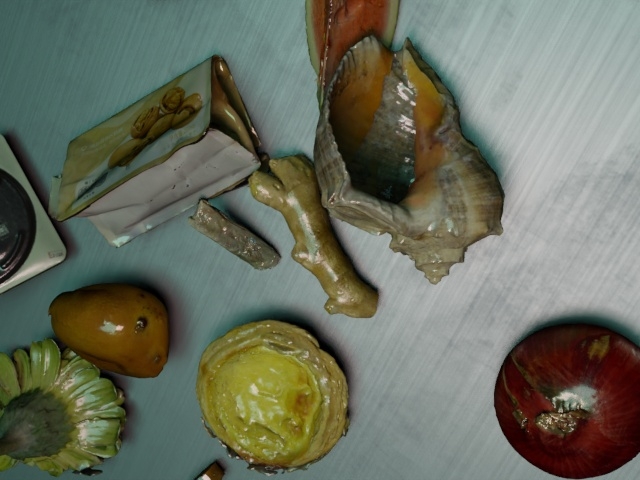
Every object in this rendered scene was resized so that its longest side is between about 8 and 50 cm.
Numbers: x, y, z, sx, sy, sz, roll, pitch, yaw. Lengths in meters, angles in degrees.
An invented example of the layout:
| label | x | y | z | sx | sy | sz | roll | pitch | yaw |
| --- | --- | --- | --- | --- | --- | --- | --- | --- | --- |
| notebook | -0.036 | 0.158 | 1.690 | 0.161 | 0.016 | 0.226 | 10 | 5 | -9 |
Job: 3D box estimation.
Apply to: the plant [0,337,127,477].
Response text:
| label | x | y | z | sx | sy | sz | roll | pitch | yaw |
| --- | --- | --- | --- | --- | --- | --- | --- | --- | --- |
| plant | -0.489 | 0.346 | 1.474 | 0.306 | 0.297 | 0.261 | -45 | 118 | 5 |

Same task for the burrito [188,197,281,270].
| label | x | y | z | sx | sy | sz | roll | pitch | yaw |
| --- | --- | --- | --- | --- | --- | --- | --- | --- | --- |
| burrito | -0.140 | -0.005 | 1.338 | 0.171 | 0.042 | 0.051 | 35 | 108 | -30 |

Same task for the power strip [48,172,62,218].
| label | x | y | z | sx | sy | sz | roll | pitch | yaw |
| --- | --- | --- | --- | --- | --- | --- | --- | --- | --- |
| power strip | -0.465 | -0.079 | 1.462 | 0.027 | 0.017 | 0.083 | 15 | 106 | 13 |

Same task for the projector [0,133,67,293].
| label | x | y | z | sx | sy | sz | roll | pitch | yaw |
| --- | --- | --- | --- | --- | --- | --- | --- | --- | --- |
| projector | -0.611 | -0.023 | 1.424 | 0.257 | 0.079 | 0.259 | -30 | 93 | -15 |

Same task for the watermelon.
| label | x | y | z | sx | sy | sz | roll | pitch | yaw |
| --- | --- | --- | --- | --- | --- | --- | --- | --- | --- |
| watermelon | 0.020 | -0.354 | 1.198 | 0.128 | 0.159 | 0.304 | 23 | 124 | 35 |

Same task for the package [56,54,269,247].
| label | x | y | z | sx | sy | sz | roll | pitch | yaw |
| --- | --- | --- | --- | --- | --- | --- | --- | --- | --- |
| package | -0.251 | -0.124 | 1.338 | 0.311 | 0.221 | 0.165 | -26 | 132 | 18 |

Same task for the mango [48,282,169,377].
| label | x | y | z | sx | sy | sz | roll | pitch | yaw |
| --- | --- | --- | --- | --- | --- | --- | --- | --- | --- |
| mango | -0.369 | 0.140 | 1.414 | 0.236 | 0.166 | 0.136 | -4 | 57 | 37 |

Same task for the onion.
| label | x | y | z | sx | sy | sz | roll | pitch | yaw |
| --- | --- | --- | --- | --- | --- | --- | --- | --- | --- |
| onion | 0.374 | 0.242 | 1.209 | 0.247 | 0.161 | 0.248 | 3 | 121 | 5 |

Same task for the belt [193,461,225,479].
| label | x | y | z | sx | sy | sz | roll | pitch | yaw |
| --- | --- | --- | --- | --- | --- | --- | --- | --- | --- |
| belt | -0.207 | 0.433 | 1.470 | 0.083 | 0.059 | 0.036 | -43 | 88 | 9 |

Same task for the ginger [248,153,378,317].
| label | x | y | z | sx | sy | sz | roll | pitch | yaw |
| --- | --- | --- | --- | --- | --- | --- | --- | --- | --- |
| ginger | 0.001 | -0.001 | 1.300 | 0.118 | 0.065 | 0.299 | -34 | 95 | -23 |

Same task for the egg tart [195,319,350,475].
| label | x | y | z | sx | sy | sz | roll | pitch | yaw |
| --- | --- | --- | --- | --- | --- | --- | --- | --- | --- |
| egg tart | -0.076 | 0.255 | 1.378 | 0.278 | 0.095 | 0.279 | 5 | 108 | 15 |

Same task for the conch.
| label | x | y | z | sx | sy | sz | roll | pitch | yaw |
| --- | --- | --- | --- | --- | --- | --- | --- | --- | --- |
| conch | 0.095 | -0.104 | 1.171 | 0.210 | 0.297 | 0.352 | -41 | 60 | 40 |
